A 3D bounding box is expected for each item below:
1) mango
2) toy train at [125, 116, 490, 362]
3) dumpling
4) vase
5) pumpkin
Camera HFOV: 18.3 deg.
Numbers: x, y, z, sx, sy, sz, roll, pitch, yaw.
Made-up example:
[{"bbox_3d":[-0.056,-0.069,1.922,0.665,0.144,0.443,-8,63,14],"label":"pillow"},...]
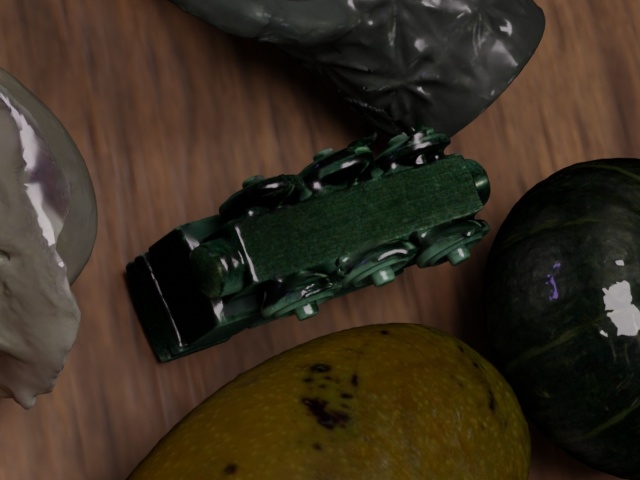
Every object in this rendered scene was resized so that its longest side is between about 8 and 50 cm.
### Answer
[{"bbox_3d":[-0.005,0.153,0.851,0.329,0.175,0.176,-57,147,-31],"label":"mango"},{"bbox_3d":[0.000,0.000,0.940,0.170,0.111,0.071,-18,82,-36],"label":"toy train"},{"bbox_3d":[-0.148,-0.021,0.855,0.108,0.127,0.188,-10,80,-18],"label":"dumpling"},{"bbox_3d":[-0.028,-0.172,0.966,0.301,0.156,0.251,44,36,-15],"label":"vase"},{"bbox_3d":[0.157,0.039,0.995,0.167,0.125,0.167,38,25,-22],"label":"pumpkin"}]
